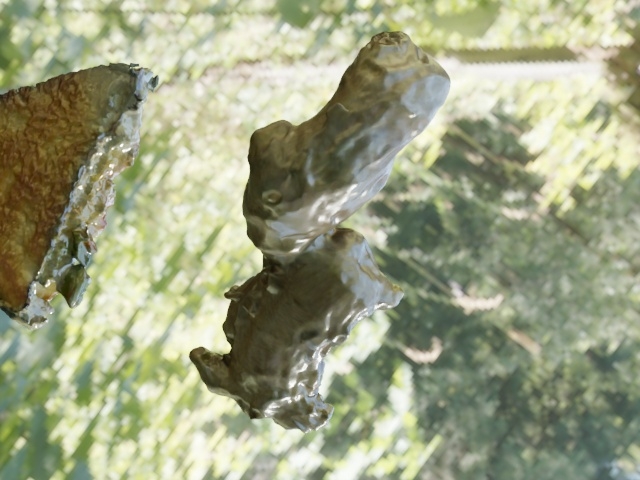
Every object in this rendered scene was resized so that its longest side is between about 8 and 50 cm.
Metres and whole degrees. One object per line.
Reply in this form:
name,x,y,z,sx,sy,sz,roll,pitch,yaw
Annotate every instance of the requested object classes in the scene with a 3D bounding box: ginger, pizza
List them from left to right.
pizza,-0.173,-0.053,0.924,0.195,0.185,0.052,-38,160,25
ginger,-0.001,0.002,0.897,0.084,0.122,0.290,-54,165,-59
